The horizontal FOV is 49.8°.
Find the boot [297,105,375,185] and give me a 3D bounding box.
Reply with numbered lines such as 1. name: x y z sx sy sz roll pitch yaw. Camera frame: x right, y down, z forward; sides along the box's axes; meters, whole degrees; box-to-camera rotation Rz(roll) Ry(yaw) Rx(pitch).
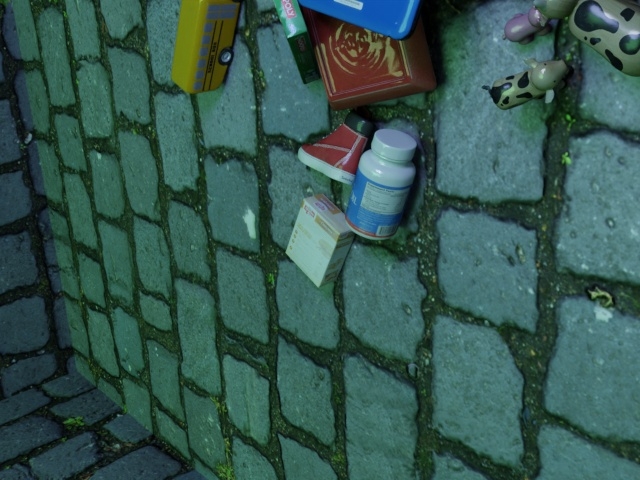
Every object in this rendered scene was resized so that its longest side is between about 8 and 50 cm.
1. boot: 0.040 -0.236 1.597 0.244 0.088 0.176 33 103 59

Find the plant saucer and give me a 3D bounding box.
1. plant saucer: 0.081 -0.398 1.371 0.258 0.047 0.259 -4 109 38

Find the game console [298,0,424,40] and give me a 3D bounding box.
1. game console: 0.134 -0.509 1.252 0.293 0.173 0.250 34 116 38

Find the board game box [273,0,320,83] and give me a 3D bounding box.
1. board game box: -0.067 -0.481 1.473 0.317 0.046 0.214 32 -141 -85

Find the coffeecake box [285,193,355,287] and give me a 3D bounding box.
1. coffeecake box: 0.000 0.000 1.734 0.142 0.068 0.185 45 135 28

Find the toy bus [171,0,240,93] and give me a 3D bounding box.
1. toy bus: -0.297 -0.560 1.803 0.108 0.130 0.333 44 134 29

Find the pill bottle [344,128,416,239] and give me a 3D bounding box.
1. pill bottle: 0.134 -0.122 1.486 0.124 0.124 0.222 39 130 33

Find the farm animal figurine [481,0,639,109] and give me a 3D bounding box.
1. farm animal figurine: 0.397 -0.329 1.057 0.326 0.172 0.330 32 128 37
